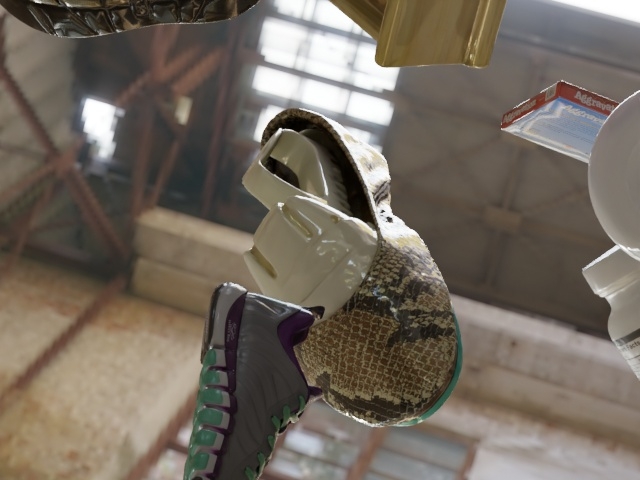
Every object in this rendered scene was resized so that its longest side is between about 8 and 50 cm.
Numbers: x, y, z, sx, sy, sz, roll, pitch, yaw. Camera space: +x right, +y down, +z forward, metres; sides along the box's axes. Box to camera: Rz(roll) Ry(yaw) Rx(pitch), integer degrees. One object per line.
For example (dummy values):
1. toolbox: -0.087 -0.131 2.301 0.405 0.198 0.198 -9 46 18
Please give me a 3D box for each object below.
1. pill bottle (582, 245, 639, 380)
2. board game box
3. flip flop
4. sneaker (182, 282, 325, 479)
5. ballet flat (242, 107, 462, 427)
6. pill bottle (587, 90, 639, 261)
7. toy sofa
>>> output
1. pill bottle: 0.431 0.114 1.912 0.162 0.278 0.162 -33 -4 -3
2. board game box: 0.393 -0.131 2.186 0.145 0.281 0.027 -28 47 62
3. flip flop: -0.178 -0.251 1.501 0.080 0.277 0.112 -77 -19 -48
4. sneaker: -0.048 0.140 1.260 0.083 0.098 0.224 113 164 -66
5. ballet flat: 0.000 0.000 1.568 0.164 0.182 0.483 -42 23 13
6. pill bottle: 0.380 -0.069 1.669 0.323 0.181 0.181 -13 -61 -71
7. toy sofa: 0.051 -0.302 1.542 0.177 0.362 0.150 -7 -55 -34
